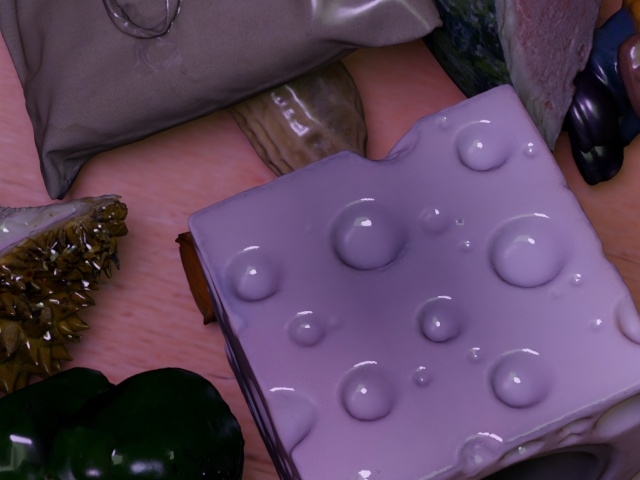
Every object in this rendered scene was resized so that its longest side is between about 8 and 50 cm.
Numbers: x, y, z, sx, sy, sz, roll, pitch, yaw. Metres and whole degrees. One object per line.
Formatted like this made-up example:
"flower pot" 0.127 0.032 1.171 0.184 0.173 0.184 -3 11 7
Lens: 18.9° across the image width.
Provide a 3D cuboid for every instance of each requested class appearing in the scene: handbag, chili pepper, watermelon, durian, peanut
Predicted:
"handbag" -0.097 -0.199 1.322 0.315 0.109 0.253 -22 80 26
"chili pepper" -0.131 0.163 1.320 0.173 0.261 0.165 -13 84 15
"watermelon" 0.115 -0.236 1.359 0.176 0.260 0.256 -24 139 -30
"durian" -0.278 0.036 1.355 0.306 0.172 0.166 -5 56 11
"peanut" -0.032 -0.123 1.406 0.093 0.083 0.194 -34 90 -23

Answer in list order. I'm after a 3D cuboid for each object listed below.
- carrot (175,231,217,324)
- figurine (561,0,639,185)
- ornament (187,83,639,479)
"carrot" 0.000 0.000 1.424 0.205 0.072 0.072 -17 93 -10
"figurine" 0.320 -0.177 1.418 0.332 0.185 0.204 -11 69 9
"ornament" 0.074 0.085 1.307 0.239 0.240 0.240 -22 63 -6
